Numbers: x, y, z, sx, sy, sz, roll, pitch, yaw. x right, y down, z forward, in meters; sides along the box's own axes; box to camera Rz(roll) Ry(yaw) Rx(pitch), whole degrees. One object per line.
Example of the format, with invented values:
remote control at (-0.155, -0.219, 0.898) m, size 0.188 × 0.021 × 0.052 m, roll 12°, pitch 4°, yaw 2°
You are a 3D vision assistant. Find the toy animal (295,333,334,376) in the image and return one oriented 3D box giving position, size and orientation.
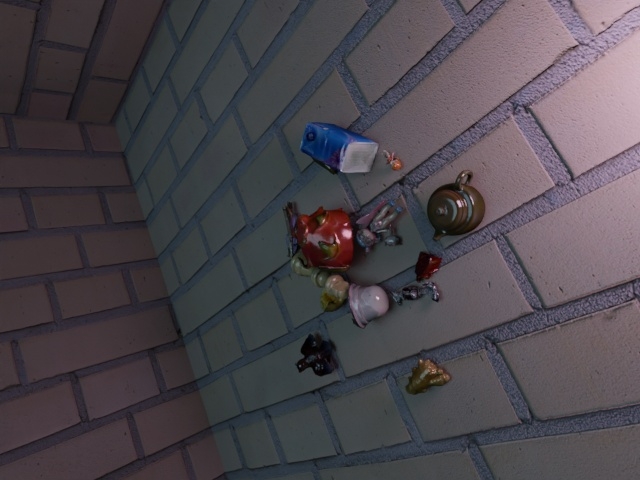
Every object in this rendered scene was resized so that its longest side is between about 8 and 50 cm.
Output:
toy animal at (-0.036, 0.567, 2.075) m, size 0.218 × 0.179 × 0.116 m, roll 55°, pitch 155°, yaw 23°

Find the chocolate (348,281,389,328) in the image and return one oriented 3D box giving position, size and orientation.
chocolate at (0.216, 0.269, 1.802) m, size 0.147 × 0.221 × 0.221 m, roll -9°, pitch 90°, yaw 20°

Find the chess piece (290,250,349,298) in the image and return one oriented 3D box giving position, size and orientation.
chess piece at (0.007, 0.165, 1.961) m, size 0.397 × 0.117 × 0.117 m, roll 28°, pitch 115°, yaw 52°

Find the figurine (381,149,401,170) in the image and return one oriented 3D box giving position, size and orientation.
figurine at (0.285, -0.324, 1.714) m, size 0.109 × 0.047 × 0.064 m, roll 57°, pitch 138°, yaw 34°

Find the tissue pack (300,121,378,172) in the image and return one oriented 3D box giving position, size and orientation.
tissue pack at (0.076, -0.395, 1.801) m, size 0.263 × 0.198 × 0.146 m, roll 34°, pitch 120°, yaw 37°

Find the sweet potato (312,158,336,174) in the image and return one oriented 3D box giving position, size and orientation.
sweet potato at (-0.007, -0.397, 1.971) m, size 0.077 × 0.077 × 0.244 m, roll -48°, pitch 61°, yaw 38°

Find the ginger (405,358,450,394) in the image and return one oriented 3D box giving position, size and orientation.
ginger at (0.407, 0.546, 1.699) m, size 0.115 × 0.081 × 0.205 m, roll 46°, pitch 123°, yaw -9°

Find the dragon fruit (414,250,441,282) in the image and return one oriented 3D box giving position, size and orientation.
dragon fruit at (0.419, 0.112, 1.654) m, size 0.097 × 0.063 × 0.131 m, roll -119°, pitch 38°, yaw -65°

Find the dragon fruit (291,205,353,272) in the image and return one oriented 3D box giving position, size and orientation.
dragon fruit at (0.000, 0.000, 1.858) m, size 0.305 × 0.225 × 0.306 m, roll 178°, pitch 90°, yaw -73°

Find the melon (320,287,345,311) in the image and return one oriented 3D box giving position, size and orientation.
melon at (0.061, 0.256, 2.004) m, size 0.128 × 0.079 × 0.160 m, roll 26°, pitch 93°, yaw 60°

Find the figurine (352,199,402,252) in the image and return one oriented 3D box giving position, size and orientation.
figurine at (0.253, -0.053, 1.764) m, size 0.205 × 0.103 × 0.260 m, roll 37°, pitch 126°, yaw -5°

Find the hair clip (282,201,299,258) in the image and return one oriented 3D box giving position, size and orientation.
hair clip at (-0.147, -0.050, 2.166) m, size 0.106 × 0.084 × 0.292 m, roll 8°, pitch 107°, yaw 39°

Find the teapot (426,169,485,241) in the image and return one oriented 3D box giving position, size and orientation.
teapot at (0.459, -0.118, 1.483) m, size 0.185 × 0.175 × 0.268 m, roll 32°, pitch 117°, yaw 35°

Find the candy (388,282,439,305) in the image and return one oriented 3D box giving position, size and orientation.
candy at (0.372, 0.218, 1.705) m, size 0.226 × 0.051 × 0.094 m, roll -12°, pitch 90°, yaw 45°
